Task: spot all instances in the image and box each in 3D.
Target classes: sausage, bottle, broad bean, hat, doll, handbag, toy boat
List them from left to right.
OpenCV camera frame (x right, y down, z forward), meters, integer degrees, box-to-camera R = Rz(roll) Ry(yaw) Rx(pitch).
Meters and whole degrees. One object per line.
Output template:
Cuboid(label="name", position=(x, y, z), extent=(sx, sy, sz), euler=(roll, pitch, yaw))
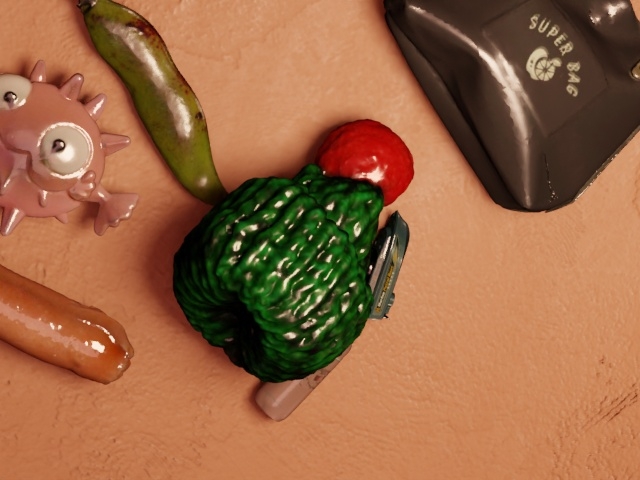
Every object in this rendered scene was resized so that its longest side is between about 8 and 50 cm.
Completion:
Cuboid(label="sausage", position=(-0.419, 0.054, 1.736), extent=(0.419, 0.094, 0.094), euler=(30, 113, -11))
Cuboid(label="doll", position=(-0.337, -0.104, 1.706), extent=(0.262, 0.093, 0.211), euler=(43, 89, -9))
Cuboid(label="broad bean", position=(-0.200, -0.186, 1.717), extent=(0.077, 0.061, 0.339), euler=(-29, 102, 9))
Cuboid(label="bottle", position=(-0.022, 0.166, 1.813), extent=(0.053, 0.053, 0.140), euler=(42, 95, -12))
Cuboid(label="hat", position=(0.000, 0.000, 1.704), extent=(0.242, 0.274, 0.332), euler=(47, 68, -10))
Cuboid(label="toy boat", position=(0.078, 0.029, 1.791), extent=(0.060, 0.055, 0.141), euler=(15, 101, -15))
Cuboid(label="handbag", position=(0.274, -0.225, 1.717), extent=(0.288, 0.152, 0.342), euler=(-35, 104, -9))
